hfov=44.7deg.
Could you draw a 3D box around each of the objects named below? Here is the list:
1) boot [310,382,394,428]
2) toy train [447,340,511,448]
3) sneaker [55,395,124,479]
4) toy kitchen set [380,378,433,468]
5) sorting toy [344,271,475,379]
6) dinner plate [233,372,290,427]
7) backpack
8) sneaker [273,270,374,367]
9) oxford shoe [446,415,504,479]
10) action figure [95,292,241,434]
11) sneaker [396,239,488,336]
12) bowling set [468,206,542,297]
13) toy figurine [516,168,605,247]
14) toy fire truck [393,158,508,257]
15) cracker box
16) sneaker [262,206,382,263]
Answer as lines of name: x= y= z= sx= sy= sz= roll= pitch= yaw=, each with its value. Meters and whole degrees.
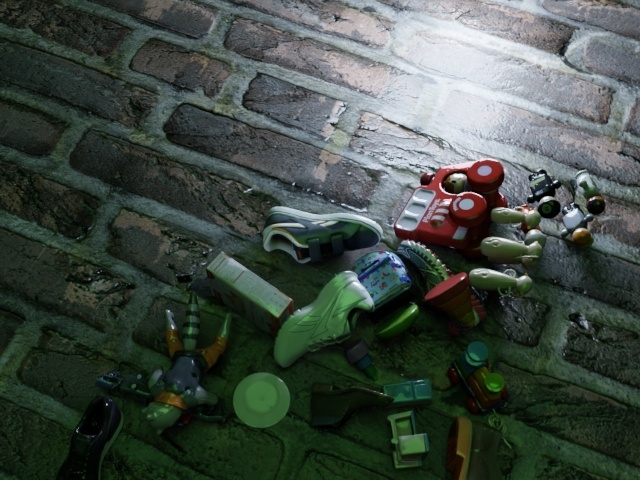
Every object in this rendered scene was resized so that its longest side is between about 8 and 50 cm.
boot: x=0.071 y=0.404 z=1.854 sx=0.219 sy=0.082 sz=0.106 roll=-1 pitch=67 yaw=33
toy train: x=0.410 y=0.367 z=1.867 sx=0.105 sy=0.143 sz=0.248 roll=-23 pitch=63 yaw=-13
sneaker: x=-0.549 y=0.492 z=1.782 sx=0.107 sy=0.124 sz=0.283 roll=11 pitch=61 yaw=6
toy kitchen set: x=0.222 y=0.414 z=1.822 sx=0.122 sy=0.166 sz=0.207 roll=-5 pitch=61 yaw=-4
sorting toy: x=0.238 y=0.228 z=1.926 sx=0.365 sy=0.127 sz=0.126 roll=-35 pitch=94 yaw=7
dinner plate: x=-0.145 y=0.390 z=1.914 sx=0.141 sy=0.017 sz=0.141 roll=1 pitch=61 yaw=-2
backpack: x=0.152 y=0.099 z=2.017 sx=0.158 sy=0.117 sz=0.173 roll=-31 pitch=56 yaw=8
sneaker: x=0.005 y=0.211 z=1.921 sx=0.297 sy=0.111 sz=0.129 roll=-45 pitch=62 yaw=5
oxford shoe: x=0.353 y=0.580 z=1.756 sx=0.132 sy=0.130 sz=0.364 roll=12 pitch=60 yaw=-2
action figure: x=-0.370 y=0.301 z=1.873 sx=0.341 sy=0.178 sz=0.330 roll=9 pitch=51 yaw=1
sneaker: x=0.296 y=0.115 z=2.028 sx=0.112 sy=0.121 sz=0.299 roll=-41 pitch=62 yaw=0
bowling set: x=0.496 y=0.066 z=1.996 sx=0.154 sy=0.200 sz=0.287 roll=8 pitch=54 yaw=27
toy figurine: x=0.647 y=-0.076 z=2.090 sx=0.209 sy=0.213 sz=0.148 roll=1 pitch=48 yaw=-6
toy fire truck: x=0.366 y=-0.108 z=2.143 sx=0.253 sy=0.169 sz=0.302 roll=15 pitch=58 yaw=28
cracker box: x=-0.177 y=0.145 z=1.973 sx=0.232 sy=0.156 sz=0.067 roll=33 pitch=65 yaw=17
sneaker: x=0.000 y=0.000 z=2.082 sx=0.321 sy=0.126 sz=0.127 roll=6 pitch=55 yaw=14
